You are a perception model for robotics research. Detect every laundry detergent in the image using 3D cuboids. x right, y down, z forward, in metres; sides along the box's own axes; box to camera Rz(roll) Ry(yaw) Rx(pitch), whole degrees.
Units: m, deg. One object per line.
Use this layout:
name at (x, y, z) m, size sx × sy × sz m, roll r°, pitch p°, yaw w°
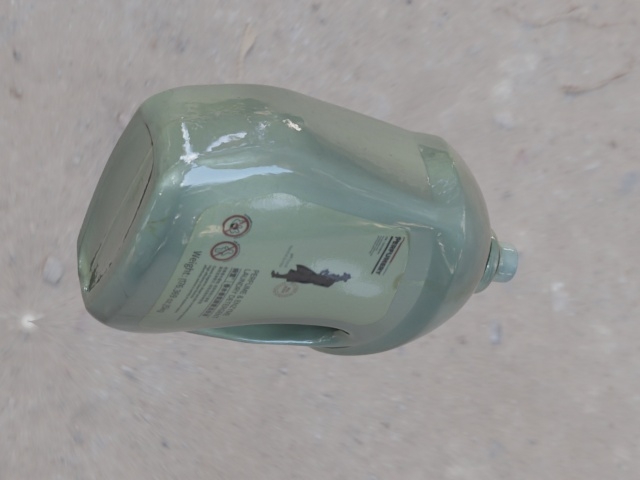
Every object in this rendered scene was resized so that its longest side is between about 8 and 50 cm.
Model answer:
laundry detergent at (0.000, 0.000, 0.957) m, size 0.253 × 0.181 × 0.091 m, roll 9°, pitch 44°, yaw -27°
